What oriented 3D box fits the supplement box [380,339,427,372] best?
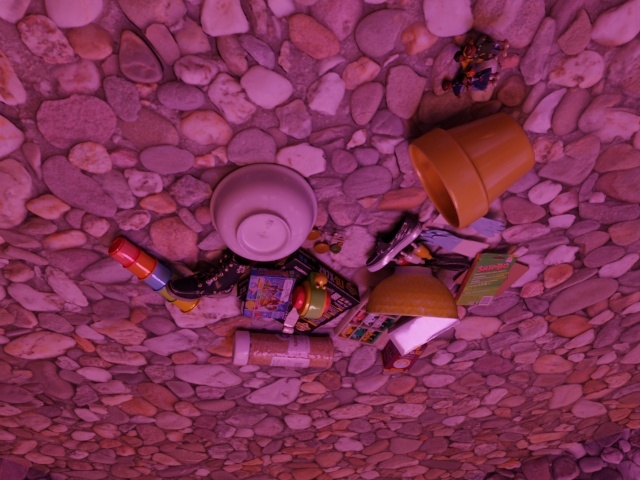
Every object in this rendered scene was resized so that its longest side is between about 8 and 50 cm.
[{"bbox_3d":[0.314,0.415,2.074,0.104,0.080,0.188,10,133,-16],"label":"supplement box"}]

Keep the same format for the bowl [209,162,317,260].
[{"bbox_3d":[-0.151,-0.047,1.472,0.298,0.134,0.297,-3,126,-4],"label":"bowl"}]

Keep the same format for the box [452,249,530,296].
[{"bbox_3d":[0.573,0.111,1.838,0.201,0.021,0.164,19,130,-23],"label":"box"}]

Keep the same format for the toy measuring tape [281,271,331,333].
[{"bbox_3d":[-0.051,0.223,1.702,0.122,0.121,0.330,12,132,-19],"label":"toy measuring tape"}]

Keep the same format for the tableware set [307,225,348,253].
[{"bbox_3d":[0.000,0.000,1.655,0.154,0.024,0.104,8,137,-16],"label":"tableware set"}]

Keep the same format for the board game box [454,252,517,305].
[{"bbox_3d":[0.543,0.125,1.807,0.124,0.039,0.259,2,138,-10],"label":"board game box"}]

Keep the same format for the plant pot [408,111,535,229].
[{"bbox_3d":[0.384,-0.190,1.364,0.239,0.254,0.254,-29,133,2],"label":"plant pot"}]

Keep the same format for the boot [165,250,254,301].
[{"bbox_3d":[-0.328,0.100,1.642,0.237,0.085,0.178,5,138,-48],"label":"boot"}]

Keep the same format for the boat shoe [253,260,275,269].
[{"bbox_3d":[-0.157,0.044,1.662,0.050,0.045,0.135,31,122,-27],"label":"boat shoe"}]

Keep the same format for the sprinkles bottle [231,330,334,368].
[{"bbox_3d":[-0.135,0.395,1.970,0.356,0.121,0.121,6,134,-13],"label":"sprinkles bottle"}]

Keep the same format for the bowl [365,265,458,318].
[{"bbox_3d":[0.290,0.162,1.727,0.290,0.155,0.289,4,173,1],"label":"bowl"}]

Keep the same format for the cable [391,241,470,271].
[{"bbox_3d":[0.343,0.073,1.734,0.288,0.072,0.139,22,140,-28],"label":"cable"}]

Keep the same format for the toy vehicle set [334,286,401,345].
[{"bbox_3d":[0.181,0.274,1.945,0.166,0.035,0.266,16,132,-22],"label":"toy vehicle set"}]

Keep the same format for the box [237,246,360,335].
[{"bbox_3d":[-0.067,0.169,1.779,0.257,0.079,0.322,-34,130,27],"label":"box"}]

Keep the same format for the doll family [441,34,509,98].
[{"bbox_3d":[0.348,-0.394,1.258,0.112,0.075,0.192,-8,139,-6],"label":"doll family"}]

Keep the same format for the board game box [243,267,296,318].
[{"bbox_3d":[-0.160,0.166,1.686,0.136,0.035,0.201,6,134,-13],"label":"board game box"}]

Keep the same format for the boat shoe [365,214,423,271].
[{"bbox_3d":[0.205,0.006,1.652,0.076,0.080,0.228,39,126,-13],"label":"boat shoe"}]

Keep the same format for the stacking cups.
[{"bbox_3d":[-0.502,0.110,1.652,0.096,0.095,0.316,-30,131,22],"label":"stacking cups"}]

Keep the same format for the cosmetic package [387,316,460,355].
[{"bbox_3d":[0.361,0.299,1.921,0.239,0.060,0.098,-33,95,12],"label":"cosmetic package"}]

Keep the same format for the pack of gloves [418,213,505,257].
[{"bbox_3d":[0.427,-0.035,1.669,0.232,0.046,0.195,14,145,-18],"label":"pack of gloves"}]
